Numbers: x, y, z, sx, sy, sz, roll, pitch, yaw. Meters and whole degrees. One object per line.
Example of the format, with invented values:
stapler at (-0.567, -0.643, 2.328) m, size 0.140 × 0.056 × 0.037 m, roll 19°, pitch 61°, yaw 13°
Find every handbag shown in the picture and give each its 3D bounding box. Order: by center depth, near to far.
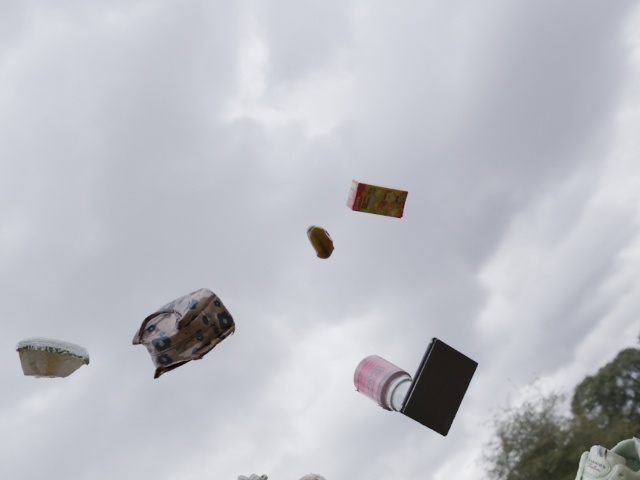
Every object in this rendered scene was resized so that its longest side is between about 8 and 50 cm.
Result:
handbag at (-0.403, 0.273, 1.876) m, size 0.251 × 0.190 × 0.193 m, roll -25°, pitch 14°, yaw 25°

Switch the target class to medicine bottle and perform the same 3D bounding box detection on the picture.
medicine bottle at (0.226, 0.476, 2.100) m, size 0.147 × 0.247 × 0.147 m, roll -10°, pitch -72°, yaw -33°

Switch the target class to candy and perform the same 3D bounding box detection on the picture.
candy at (0.120, -0.088, 1.362) m, size 0.122 × 0.038 × 0.062 m, roll 7°, pitch -74°, yaw -22°

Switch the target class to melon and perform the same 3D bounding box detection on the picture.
melon at (-0.615, 0.260, 1.436) m, size 0.139 × 0.202 × 0.093 m, roll 34°, pitch -118°, yaw -50°

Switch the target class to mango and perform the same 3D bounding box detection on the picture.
mango at (0.000, 0.000, 1.922) m, size 0.063 × 0.077 × 0.127 m, roll -22°, pitch -56°, yaw 17°

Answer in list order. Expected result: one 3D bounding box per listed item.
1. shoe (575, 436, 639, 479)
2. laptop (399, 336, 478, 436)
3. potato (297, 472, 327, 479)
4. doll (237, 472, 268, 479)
shoe at (0.560, 0.522, 1.318) m, size 0.342 × 0.132 × 0.210 m, roll -10°, pitch -80°, yaw -32°
laptop at (0.257, 0.316, 1.396) m, size 0.180 × 0.129 × 0.016 m, roll -62°, pitch 14°, yaw -13°
potato at (-0.042, 0.763, 1.897) m, size 0.161 × 0.128 × 0.234 m, roll -62°, pitch -18°, yaw -16°
doll at (-0.243, 0.763, 1.783) m, size 0.293 × 0.119 × 0.138 m, roll -45°, pitch 8°, yaw -33°
